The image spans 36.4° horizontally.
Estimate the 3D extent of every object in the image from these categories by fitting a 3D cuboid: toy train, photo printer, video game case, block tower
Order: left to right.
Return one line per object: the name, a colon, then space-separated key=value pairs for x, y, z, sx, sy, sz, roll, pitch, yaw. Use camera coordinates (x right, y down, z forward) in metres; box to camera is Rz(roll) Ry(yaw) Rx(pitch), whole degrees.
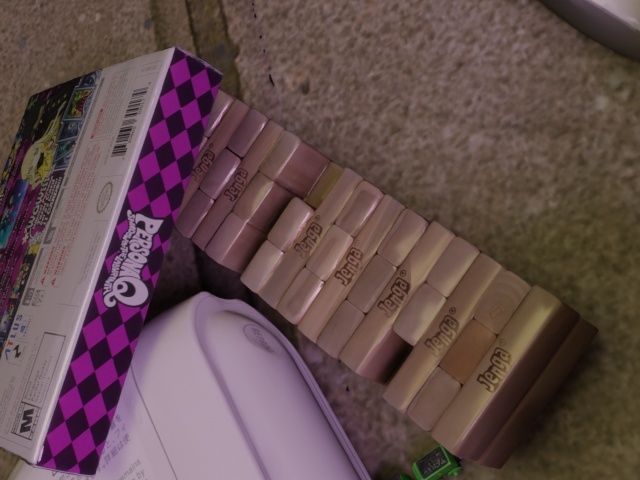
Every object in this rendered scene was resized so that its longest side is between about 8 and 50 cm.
video game case: x=-0.159 y=0.009 z=0.587 sx=0.210 sy=0.042 sz=0.232 roll=-2 pitch=69 yaw=52
photo printer: x=-0.071 y=0.201 z=0.528 sx=0.256 sy=0.107 sz=0.307 roll=-48 pitch=53 yaw=21
block tower: x=0.000 y=0.000 z=0.579 sx=0.335 sy=0.091 sz=0.097 roll=37 pitch=94 yaw=38
toy train: x=0.043 y=0.140 z=0.540 sx=0.083 sy=0.024 sz=0.017 roll=-39 pitch=56 yaw=16

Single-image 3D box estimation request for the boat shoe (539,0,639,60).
boat shoe: x=0.137 y=-0.181 z=0.564 sx=0.070 sy=0.078 sz=0.219 roll=-48 pitch=52 yaw=11
